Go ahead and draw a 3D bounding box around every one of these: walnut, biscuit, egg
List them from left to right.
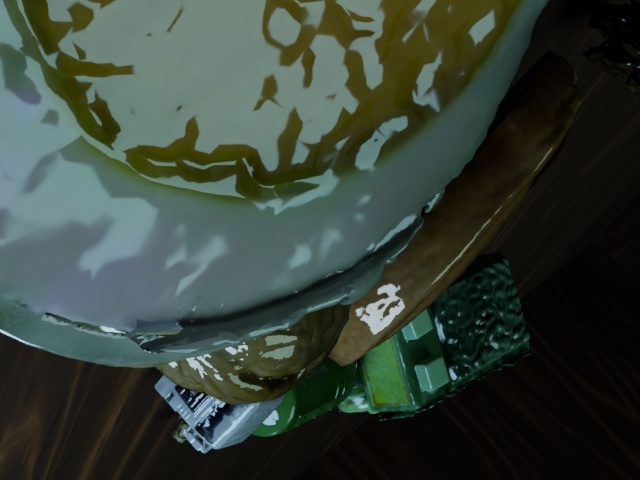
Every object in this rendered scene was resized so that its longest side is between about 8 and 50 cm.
[{"bbox_3d":[-0.060,-0.115,0.449,0.264,0.174,0.286,-36,140,-14],"label":"egg"},{"bbox_3d":[-0.061,0.049,1.005,0.155,0.155,0.184,-49,171,25],"label":"walnut"},{"bbox_3d":[0.119,-0.025,1.254,0.350,0.078,0.455,-45,-178,20],"label":"biscuit"}]

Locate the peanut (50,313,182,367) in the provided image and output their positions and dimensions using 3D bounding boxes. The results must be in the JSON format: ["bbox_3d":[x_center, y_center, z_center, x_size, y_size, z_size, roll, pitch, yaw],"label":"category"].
[{"bbox_3d":[-0.039,-0.031,0.836,0.313,0.149,0.149,-39,167,-16],"label":"peanut"}]

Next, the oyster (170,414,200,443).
[{"bbox_3d":[-0.111,0.181,1.497,0.105,0.056,0.177,-40,174,26],"label":"oyster"}]

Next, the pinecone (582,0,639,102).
[{"bbox_3d":[0.398,-0.225,1.321,0.257,0.243,0.243,-61,171,-11],"label":"pinecone"}]

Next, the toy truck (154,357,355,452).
[{"bbox_3d":[-0.057,0.139,1.348,0.101,0.125,0.242,-46,164,22],"label":"toy truck"}]

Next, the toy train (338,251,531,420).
[{"bbox_3d":[0.111,0.105,1.535,0.271,0.159,0.188,-20,-173,-42],"label":"toy train"}]
